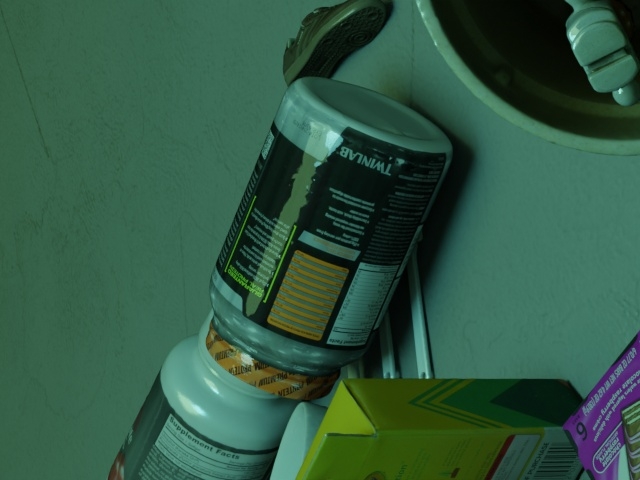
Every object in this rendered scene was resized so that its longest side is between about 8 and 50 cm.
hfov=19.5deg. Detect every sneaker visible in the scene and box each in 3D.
[{"bbox_3d":[0.006,-0.245,2.156,0.188,0.066,0.071,-40,54,47],"label":"sneaker"}]

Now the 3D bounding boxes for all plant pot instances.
[{"bbox_3d":[0.250,-0.259,1.538,0.305,0.334,0.333,-58,-19,-76],"label":"plant pot"}]

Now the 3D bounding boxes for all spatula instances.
[{"bbox_3d":[0.067,0.055,2.087,0.168,0.019,0.242,-21,70,48],"label":"spatula"}]

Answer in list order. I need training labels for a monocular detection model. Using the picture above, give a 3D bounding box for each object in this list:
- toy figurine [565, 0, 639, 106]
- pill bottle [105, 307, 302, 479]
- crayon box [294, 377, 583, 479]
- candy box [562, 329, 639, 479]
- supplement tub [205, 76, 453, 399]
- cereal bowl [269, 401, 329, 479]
[{"bbox_3d":[0.281,-0.186,1.325,0.148,0.213,0.209,-70,-5,-70],"label":"toy figurine"},{"bbox_3d":[-0.128,0.221,2.222,0.318,0.176,0.176,-61,41,33],"label":"pill bottle"},{"bbox_3d":[0.089,0.229,1.766,0.081,0.319,0.202,55,131,43],"label":"crayon box"},{"bbox_3d":[0.324,0.205,1.638,0.159,0.071,0.233,-58,44,35],"label":"candy box"},{"bbox_3d":[0.000,0.000,2.004,0.193,0.194,0.316,45,118,48],"label":"supplement tub"},{"bbox_3d":[0.009,0.350,1.984,0.339,0.141,0.339,-168,90,-85],"label":"cereal bowl"}]
